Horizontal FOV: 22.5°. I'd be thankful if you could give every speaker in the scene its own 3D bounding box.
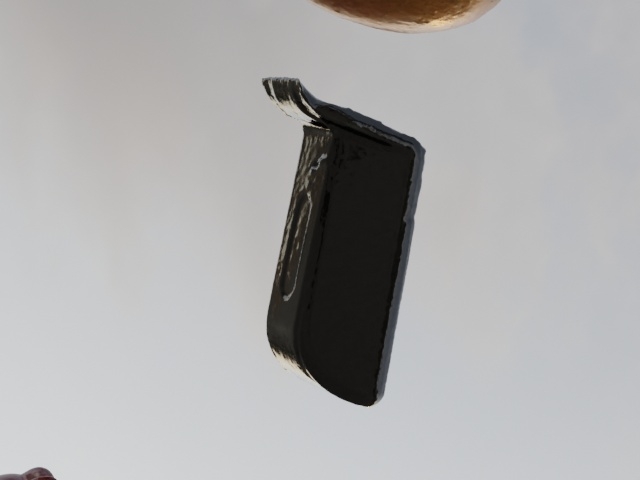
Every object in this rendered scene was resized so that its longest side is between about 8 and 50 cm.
[{"bbox_3d":[0.000,0.000,2.037,0.180,0.184,0.388,-167,-94,-68],"label":"speaker"}]

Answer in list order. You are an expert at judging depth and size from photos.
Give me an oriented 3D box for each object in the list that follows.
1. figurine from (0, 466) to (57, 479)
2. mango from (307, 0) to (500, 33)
[{"bbox_3d":[-0.223,0.201,1.167,0.067,0.083,0.071,35,-13,-17],"label":"figurine"},{"bbox_3d":[0.016,-0.199,0.948,0.217,0.102,0.141,32,-23,-5],"label":"mango"}]
